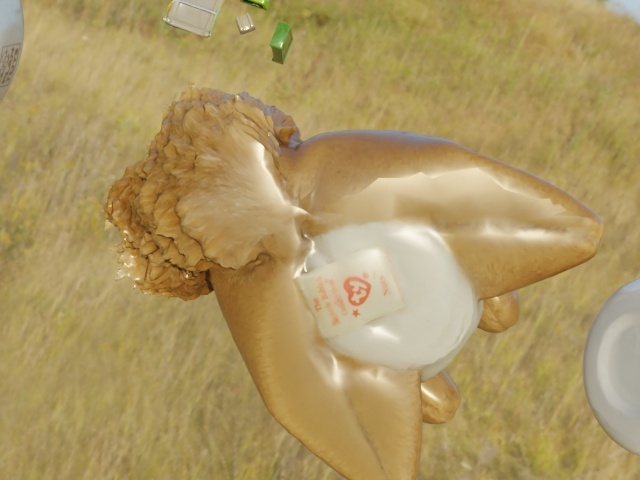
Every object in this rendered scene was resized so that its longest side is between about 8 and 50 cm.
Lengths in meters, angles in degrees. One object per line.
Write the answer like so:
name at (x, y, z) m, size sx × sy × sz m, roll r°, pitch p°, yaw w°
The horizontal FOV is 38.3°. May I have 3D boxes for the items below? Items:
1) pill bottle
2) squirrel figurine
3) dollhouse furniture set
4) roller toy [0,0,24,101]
pill bottle at (0.449, 0.141, 0.965) m, size 0.323 × 0.181 × 0.181 m, roll 8°, pitch 18°, yaw -26°
squirrel figurine at (0.000, 0.000, 0.876) m, size 0.397 × 0.281 × 0.370 m, roll 29°, pitch 5°, yaw -3°
dollhouse furniture set at (-0.109, -0.270, 1.133) m, size 0.152 × 0.076 × 0.058 m, roll 20°, pitch -6°, yaw 1°
roller toy at (-0.315, -0.151, 0.645) m, size 0.146 × 0.191 × 0.209 m, roll -75°, pitch 141°, yaw -74°
